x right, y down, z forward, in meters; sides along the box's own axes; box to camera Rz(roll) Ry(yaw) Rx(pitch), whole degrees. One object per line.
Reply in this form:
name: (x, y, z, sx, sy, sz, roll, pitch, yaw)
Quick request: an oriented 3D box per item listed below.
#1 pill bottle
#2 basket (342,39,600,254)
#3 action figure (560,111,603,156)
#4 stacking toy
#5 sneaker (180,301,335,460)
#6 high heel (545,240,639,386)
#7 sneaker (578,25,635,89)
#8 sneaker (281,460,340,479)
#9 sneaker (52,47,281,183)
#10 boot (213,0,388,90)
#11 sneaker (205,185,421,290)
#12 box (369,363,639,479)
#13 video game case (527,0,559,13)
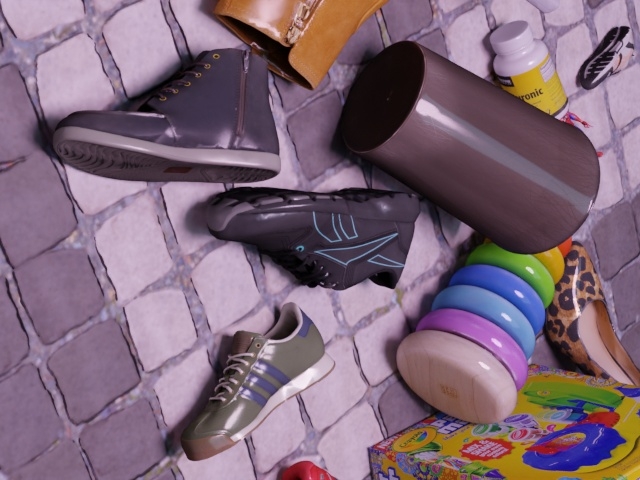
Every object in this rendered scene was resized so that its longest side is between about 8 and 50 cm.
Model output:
pill bottle: (0.236, -0.190, 1.575, 0.065, 0.065, 0.116, -45, 122, -28)
basket: (0.148, -0.101, 1.439, 0.227, 0.204, 0.154, 26, 97, -32)
action figure: (0.307, -0.130, 1.674, 0.115, 0.030, 0.038, 43, 72, -35)
stacking toy: (0.218, 0.041, 1.558, 0.141, 0.141, 0.330, 54, 55, -32)
sneaker: (-0.073, 0.129, 1.345, 0.192, 0.064, 0.086, -33, 109, -35)
high heel: (0.368, 0.133, 1.654, 0.093, 0.186, 0.261, -17, 107, -40)
sneaker: (0.358, -0.217, 1.698, 0.109, 0.040, 0.044, -48, 126, -27)
sneaker: (-0.075, 0.332, 1.360, 0.118, 0.107, 0.279, 50, 58, -13)
sneaker: (-0.141, -0.119, 1.250, 0.222, 0.083, 0.118, 4, 74, -36)
boot: (0.033, -0.244, 1.373, 0.295, 0.104, 0.211, 24, 85, -37)
sneaker: (0.000, 0.000, 1.364, 0.267, 0.101, 0.106, 0, 98, -42)
box: (0.258, 0.284, 1.513, 0.290, 0.279, 0.177, -20, 109, -39)
video game case: (0.182, -0.366, 1.424, 0.193, 0.023, 0.212, 24, 58, -42)
